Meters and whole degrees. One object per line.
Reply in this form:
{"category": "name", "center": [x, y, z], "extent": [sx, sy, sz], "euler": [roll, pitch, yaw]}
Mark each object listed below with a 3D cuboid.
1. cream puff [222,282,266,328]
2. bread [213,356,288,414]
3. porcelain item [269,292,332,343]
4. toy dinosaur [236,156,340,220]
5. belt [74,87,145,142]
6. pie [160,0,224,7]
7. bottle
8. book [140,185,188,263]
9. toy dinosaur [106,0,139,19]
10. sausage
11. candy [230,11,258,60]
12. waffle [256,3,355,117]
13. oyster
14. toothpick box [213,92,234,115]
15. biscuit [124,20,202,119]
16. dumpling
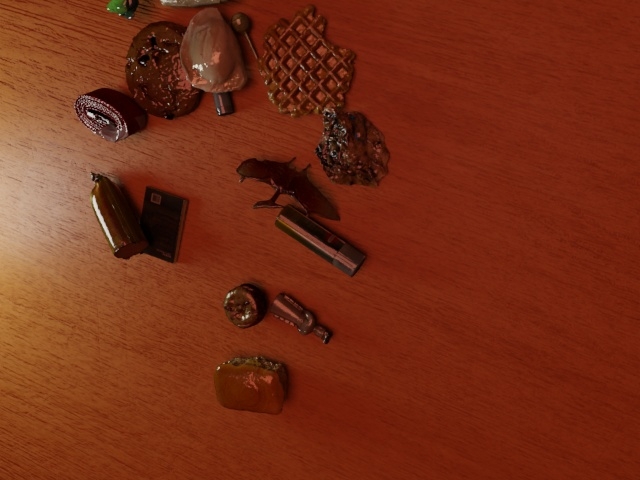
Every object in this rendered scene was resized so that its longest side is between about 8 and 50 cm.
{"category": "cream puff", "center": [-0.237, 0.205, 1.771], "extent": [0.149, 0.084, 0.149], "euler": [3, 99, 21]}
{"category": "bread", "center": [-0.224, 0.469, 1.800], "extent": [0.245, 0.121, 0.174], "euler": [3, 100, 15]}
{"category": "porcelain item", "center": [-0.055, 0.247, 1.735], "extent": [0.213, 0.054, 0.084], "euler": [31, 111, 11]}
{"category": "toy dinosaur", "center": [-0.096, -0.150, 1.645], "extent": [0.327, 0.113, 0.207], "euler": [5, 65, -3]}
{"category": "belt", "center": [-0.663, -0.405, 1.772], "extent": [0.200, 0.124, 0.128], "euler": [29, 125, 5]}
{"category": "pie", "center": [-0.352, -0.751, 1.625], "extent": [0.282, 0.068, 0.129], "euler": [4, 85, 24]}
{"category": "bottle", "center": [0.000, 0.000, 1.654], "extent": [0.286, 0.082, 0.082], "euler": [34, 109, 9]}
{"category": "book", "center": [-0.531, -0.050, 1.848], "extent": [0.160, 0.024, 0.228], "euler": [19, 106, 16]}
{"category": "toy dinosaur", "center": [-0.392, -0.784, 1.549], "extent": [0.499, 0.144, 0.375], "euler": [22, 98, 25]}
{"category": "sausage", "center": [-0.686, -0.096, 1.831], "extent": [0.117, 0.125, 0.317], "euler": [-28, 82, -13]}
{"category": "candy", "center": [-0.204, -0.570, 1.633], "extent": [0.061, 0.061, 0.203], "euler": [-21, 102, 21]}
{"category": "waffle", "center": [-0.041, -0.500, 1.582], "extent": [0.281, 0.058, 0.301], "euler": [-19, 95, 19]}
{"category": "oyster", "center": [0.091, -0.257, 1.578], "extent": [0.222, 0.083, 0.214], "euler": [14, 107, 8]}
{"category": "toothpick box", "center": [-0.296, -0.424, 1.684], "extent": [0.052, 0.052, 0.083], "euler": [-10, 96, 20]}
{"category": "biscuit", "center": [-0.483, -0.524, 1.713], "extent": [0.295, 0.075, 0.296], "euler": [4, 102, 18]}
{"category": "dumpling", "center": [-0.322, -0.546, 1.615], "extent": [0.179, 0.131, 0.252], "euler": [-18, 96, 7]}
